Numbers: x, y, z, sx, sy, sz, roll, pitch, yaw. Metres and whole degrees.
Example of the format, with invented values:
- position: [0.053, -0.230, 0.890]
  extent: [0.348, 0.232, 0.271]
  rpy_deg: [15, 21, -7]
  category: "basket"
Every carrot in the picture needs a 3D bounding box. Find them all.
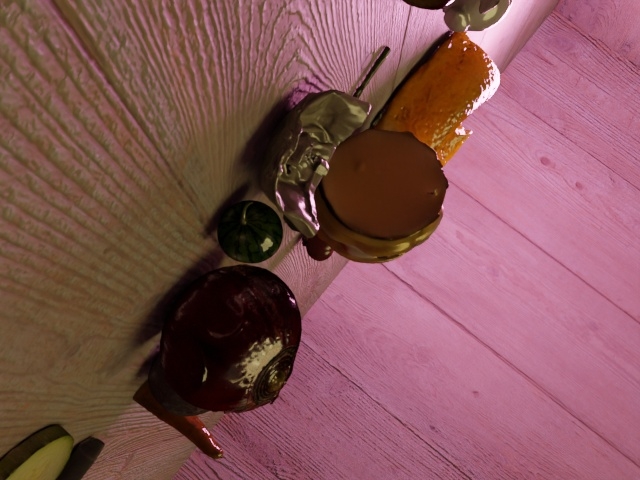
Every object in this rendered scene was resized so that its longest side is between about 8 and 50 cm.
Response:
- position: [-0.265, 0.349, 1.383]
  extent: [0.061, 0.210, 0.061]
  rpy_deg: [-49, 167, -16]
  category: "carrot"

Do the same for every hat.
- position: [-0.042, -0.121, 1.062]
  extent: [0.245, 0.149, 0.214]
  rpy_deg: [8, -107, 59]
  category: "hat"

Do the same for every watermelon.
- position: [-0.106, -0.012, 1.066]
  extent: [0.109, 0.109, 0.109]
  rpy_deg: [-50, 172, -10]
  category: "watermelon"

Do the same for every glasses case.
- position: [-0.462, 0.441, 1.285]
  extent: [0.190, 0.042, 0.072]
  rpy_deg: [-52, 179, 4]
  category: "glasses case"

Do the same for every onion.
- position: [-0.154, 0.148, 1.167]
  extent: [0.206, 0.216, 0.206]
  rpy_deg: [-13, 132, -52]
  category: "onion"

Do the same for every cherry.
- position: [-0.226, 0.249, 1.334]
  extent: [0.176, 0.139, 0.176]
  rpy_deg: [-20, 162, -7]
  category: "cherry"

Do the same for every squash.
- position: [-0.448, 0.360, 1.042]
  extent: [0.219, 0.041, 0.219]
  rpy_deg: [-54, 171, -13]
  category: "squash"

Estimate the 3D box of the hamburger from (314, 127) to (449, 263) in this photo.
- position: [0.112, -0.071, 1.480]
  extent: [0.276, 0.276, 0.236]
  rpy_deg: [-48, 169, -23]
  category: "hamburger"

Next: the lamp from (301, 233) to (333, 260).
- position: [0.000, 0.000, 1.755]
  extent: [0.101, 0.090, 0.101]
  rpy_deg: [-172, -90, -79]
  category: "lamp"

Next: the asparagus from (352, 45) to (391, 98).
- position: [0.086, -0.284, 1.236]
  extent: [0.114, 0.014, 0.015]
  rpy_deg: [-53, 155, 18]
  category: "asparagus"

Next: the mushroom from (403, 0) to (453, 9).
- position: [0.164, -0.371, 0.782]
  extent: [0.253, 0.153, 0.253]
  rpy_deg: [-50, 174, -7]
  category: "mushroom"

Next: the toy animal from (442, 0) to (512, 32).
- position: [0.267, -0.434, 1.189]
  extent: [0.178, 0.127, 0.193]
  rpy_deg: [-49, 174, -7]
  category: "toy animal"

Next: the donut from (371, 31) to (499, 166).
- position: [0.251, -0.264, 1.721]
  extent: [0.377, 0.163, 0.435]
  rpy_deg: [-47, 172, -21]
  category: "donut"
